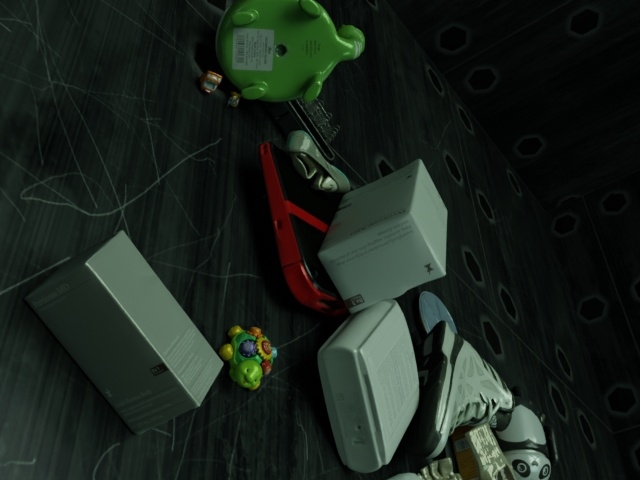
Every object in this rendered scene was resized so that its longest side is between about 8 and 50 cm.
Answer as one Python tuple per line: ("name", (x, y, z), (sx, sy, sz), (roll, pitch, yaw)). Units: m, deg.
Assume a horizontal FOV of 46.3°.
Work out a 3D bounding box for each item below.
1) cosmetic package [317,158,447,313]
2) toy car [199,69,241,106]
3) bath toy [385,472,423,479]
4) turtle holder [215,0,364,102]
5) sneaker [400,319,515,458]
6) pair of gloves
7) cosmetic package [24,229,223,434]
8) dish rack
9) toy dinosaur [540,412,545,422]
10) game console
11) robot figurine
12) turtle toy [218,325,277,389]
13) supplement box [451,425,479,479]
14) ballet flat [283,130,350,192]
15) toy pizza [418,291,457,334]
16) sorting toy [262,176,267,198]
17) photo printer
("cosmetic package", (0.146, -0.020, 1.603), (0.156, 0.217, 0.385), (61, 17, -13))
("toy car", (-0.203, -0.312, 1.566), (0.122, 0.060, 0.041), (25, 76, -43))
("bath toy", (0.146, 0.572, 1.311), (0.129, 0.151, 0.348), (11, 47, -14))
("turtle holder", (-0.074, -0.449, 1.646), (0.243, 0.320, 0.227), (62, 0, -28))
("sneaker", (0.335, 0.371, 1.697), (0.257, 0.169, 0.447), (35, 28, -2))
("pair of gloves", (0.309, 0.506, 1.513), (0.240, 0.042, 0.204), (-26, 85, -38))
("cosmetic package", (-0.253, 0.121, 0.985), (0.238, 0.127, 0.107), (53, 28, -16))
("dish rack", (-0.029, -0.312, 1.863), (0.208, 0.074, 0.271), (56, 27, -17))
("toy dinosaur", (0.573, 0.563, 2.144), (0.313, 0.121, 0.160), (3, 75, -66))
("game console", (0.000, 0.000, 1.606), (0.386, 0.060, 0.342), (31, 38, -59))
("robot figurine", (0.495, 0.512, 1.937), (0.173, 0.209, 0.278), (53, 27, -45))
("turtle toy", (-0.115, 0.196, 1.236), (0.095, 0.066, 0.130), (53, 27, -19))
("supplement box", (0.382, 0.560, 1.800), (0.078, 0.080, 0.234), (30, 43, -45))
("ballet flat", (-0.011, -0.147, 1.594), (0.213, 0.072, 0.068), (46, 54, -41))
("toy pizza", (0.315, 0.234, 2.034), (0.201, 0.032, 0.201), (42, 32, -35))
("sorting toy", (-0.100, -0.112, 1.578), (0.102, 0.042, 0.061), (56, 26, -34))
("photo printer", (0.108, 0.266, 1.481), (0.307, 0.107, 0.256), (-37, 117, -63))
